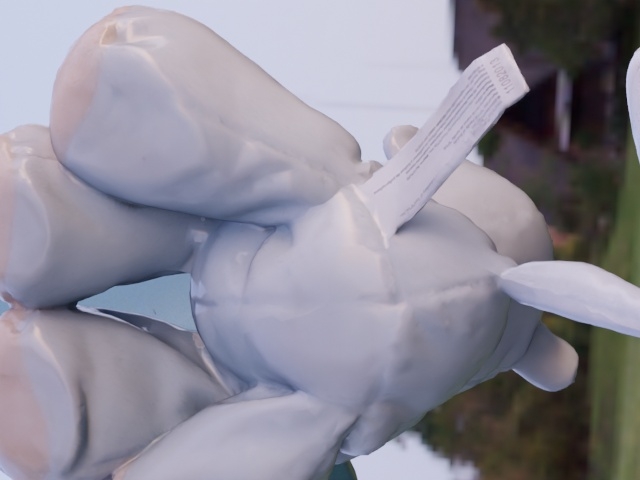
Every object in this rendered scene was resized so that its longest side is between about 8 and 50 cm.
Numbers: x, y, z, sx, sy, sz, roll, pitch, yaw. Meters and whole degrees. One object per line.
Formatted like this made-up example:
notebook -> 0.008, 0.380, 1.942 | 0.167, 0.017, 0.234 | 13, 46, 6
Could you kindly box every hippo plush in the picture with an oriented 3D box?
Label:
hippo plush -> 0.000, 0.000, 0.863 | 0.234, 0.294, 0.236 | 56, -158, 5

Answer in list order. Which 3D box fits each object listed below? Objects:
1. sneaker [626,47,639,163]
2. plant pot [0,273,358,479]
sneaker -> 0.278, -0.035, 1.436 | 0.095, 0.090, 0.235 | -18, -91, -61
plant pot -> -0.084, 0.098, 1.131 | 0.166, 0.165, 0.234 | 65, 165, -23
